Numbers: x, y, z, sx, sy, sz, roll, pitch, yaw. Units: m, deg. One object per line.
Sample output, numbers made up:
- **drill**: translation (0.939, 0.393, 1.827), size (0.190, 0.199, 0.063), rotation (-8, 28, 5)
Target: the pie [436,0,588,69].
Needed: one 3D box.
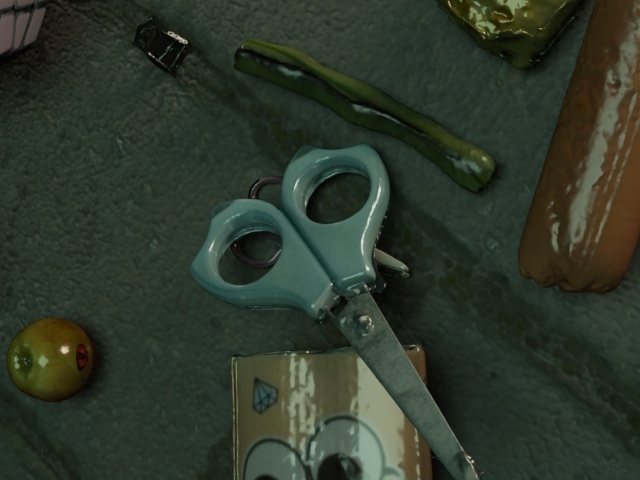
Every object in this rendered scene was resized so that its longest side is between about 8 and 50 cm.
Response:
- **pie**: translation (0.202, -0.277, 0.819), size (0.129, 0.068, 0.282), rotation (36, 95, 24)

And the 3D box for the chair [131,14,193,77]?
- **chair**: translation (-0.150, -0.185, 0.995), size (0.037, 0.042, 0.086), rotation (-54, 30, 9)

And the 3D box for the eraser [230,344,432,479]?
- **eraser**: translation (0.016, 0.232, 0.831), size (0.171, 0.087, 0.290), rotation (-6, 80, 26)

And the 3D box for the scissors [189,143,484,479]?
- **scissors**: translation (0.027, 0.057, 0.809), size (0.191, 0.029, 0.360), rotation (-35, 51, -1)

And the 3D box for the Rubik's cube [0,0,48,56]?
- **Rubik's cube**: translation (-0.400, -0.299, 0.996), size (0.319, 0.319, 0.264), rotation (-37, 43, 17)

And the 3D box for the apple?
- **apple**: translation (-0.257, 0.113, 0.984), size (0.084, 0.071, 0.084), rotation (-4, 80, 26)

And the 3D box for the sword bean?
- **sword bean**: translation (0.035, -0.113, 0.893), size (0.269, 0.038, 0.043), rotation (31, 91, 24)

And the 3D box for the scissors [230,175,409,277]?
- **scissors**: translation (0.000, 0.000, 0.903), size (0.176, 0.022, 0.085), rotation (19, 85, 29)

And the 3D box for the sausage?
- **sausage**: translation (0.224, -0.098, 0.774), size (0.086, 0.086, 0.289), rotation (18, 90, 26)
